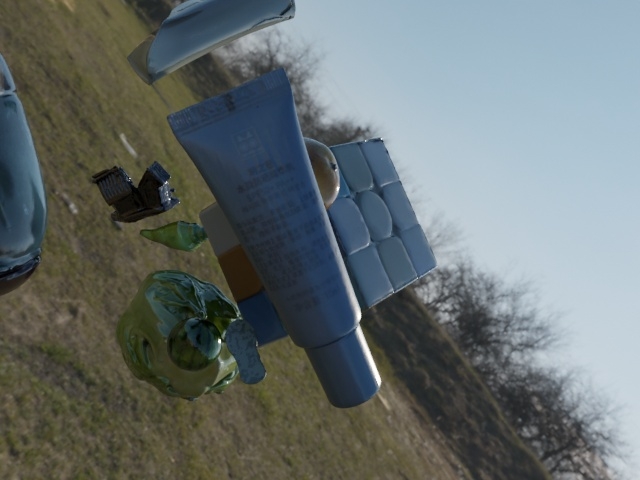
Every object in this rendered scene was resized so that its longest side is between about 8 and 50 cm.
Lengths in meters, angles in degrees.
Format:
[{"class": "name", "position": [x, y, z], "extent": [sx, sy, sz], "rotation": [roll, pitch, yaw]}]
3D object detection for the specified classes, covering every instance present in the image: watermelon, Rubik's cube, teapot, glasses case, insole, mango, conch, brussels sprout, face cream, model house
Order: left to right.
[{"class": "teapot", "position": [-0.506, -0.075, 0.882], "extent": [0.315, 0.233, 0.312], "rotation": [15, -57, 62]}, {"class": "model house", "position": [-0.499, -0.140, 1.723], "extent": [0.141, 0.203, 0.164], "rotation": [-119, -168, -66]}, {"class": "conch", "position": [-0.363, -0.009, 1.638], "extent": [0.201, 0.079, 0.095], "rotation": [2, -22, 34]}, {"class": "brussels sprout", "position": [-0.316, 0.207, 1.472], "extent": [0.328, 0.247, 0.328], "rotation": [15, 23, -6]}, {"class": "watermelon", "position": [-0.226, 0.183, 1.152], "extent": [0.109, 0.109, 0.109], "rotation": [54, 0, 0]}, {"class": "glasses case", "position": [-0.195, -0.374, 1.092], "extent": [0.128, 0.308, 0.083], "rotation": [30, -35, 42]}, {"class": "insole", "position": [-0.153, 0.223, 1.291], "extent": [0.193, 0.065, 0.006], "rotation": [-121, -160, -52]}, {"class": "mango", "position": [-0.041, -0.085, 0.825], "extent": [0.165, 0.115, 0.089], "rotation": [40, -12, 51]}, {"class": "face cream", "position": [-0.029, 0.014, 0.719], "extent": [0.086, 0.135, 0.385], "rotation": [-138, -156, -73]}, {"class": "Rubik's cube", "position": [0.000, 0.000, 1.448], "extent": [0.347, 0.344, 0.346], "rotation": [-19, 84, -52]}]
